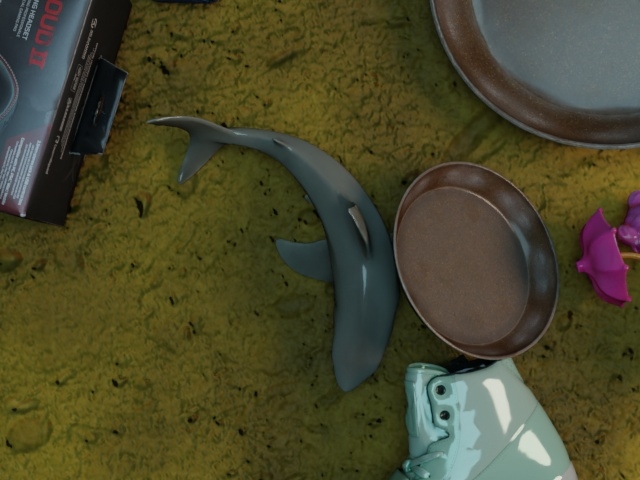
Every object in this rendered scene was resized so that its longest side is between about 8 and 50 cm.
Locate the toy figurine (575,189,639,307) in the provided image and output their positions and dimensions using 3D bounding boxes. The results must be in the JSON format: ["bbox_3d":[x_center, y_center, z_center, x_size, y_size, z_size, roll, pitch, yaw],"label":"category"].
[{"bbox_3d":[0.296,0.009,0.837,0.159,0.130,0.173,23,67,14],"label":"toy figurine"}]

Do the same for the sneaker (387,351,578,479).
[{"bbox_3d":[0.068,0.186,0.837,0.256,0.094,0.151,-25,91,-8],"label":"sneaker"}]

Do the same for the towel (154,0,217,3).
[{"bbox_3d":[-0.119,-0.270,0.907,0.067,0.029,0.119,3,86,4],"label":"towel"}]

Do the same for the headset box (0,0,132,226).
[{"bbox_3d":[-0.311,-0.148,0.871,0.293,0.110,0.218,17,88,4],"label":"headset box"}]

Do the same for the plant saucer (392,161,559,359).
[{"bbox_3d":[0.124,0.018,0.842,0.168,0.029,0.168,11,68,-28],"label":"plant saucer"}]

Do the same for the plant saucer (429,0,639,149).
[{"bbox_3d":[0.246,-0.229,0.844,0.311,0.050,0.310,0,90,18],"label":"plant saucer"}]

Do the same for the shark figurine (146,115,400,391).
[{"bbox_3d":[-0.001,-0.029,0.848,0.166,0.116,0.278,-39,87,-1],"label":"shark figurine"}]
